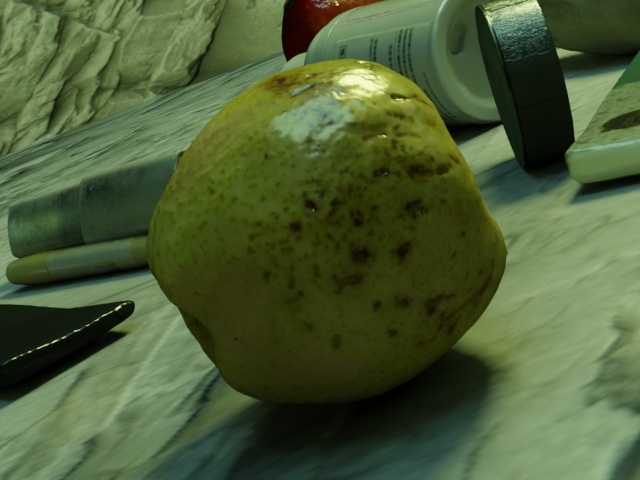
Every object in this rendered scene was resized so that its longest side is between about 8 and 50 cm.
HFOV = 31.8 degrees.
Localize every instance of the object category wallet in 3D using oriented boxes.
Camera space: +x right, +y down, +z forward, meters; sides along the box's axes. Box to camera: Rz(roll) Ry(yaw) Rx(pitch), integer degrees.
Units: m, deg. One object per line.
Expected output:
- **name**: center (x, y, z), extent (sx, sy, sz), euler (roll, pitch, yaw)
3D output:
- **wallet**: center (-0.256, 0.081, 0.882), extent (0.244, 0.025, 0.124), euler (-7, 18, 46)

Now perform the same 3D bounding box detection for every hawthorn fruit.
- **hawthorn fruit**: center (0.031, -0.282, 1.526), extent (0.185, 0.202, 0.185), euler (-27, 12, 6)

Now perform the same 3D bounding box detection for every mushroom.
- **mushroom**: center (0.322, -0.265, 1.206), extent (0.128, 0.128, 0.350), euler (-27, 22, -27)

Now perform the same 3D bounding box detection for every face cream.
- **face cream**: center (0.065, -0.191, 1.237), extent (0.145, 0.145, 0.369), euler (-27, 17, -29)

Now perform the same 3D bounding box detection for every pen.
- **pen**: center (-0.211, 0.019, 1.058), extent (0.233, 0.032, 0.040), euler (-8, -5, 34)

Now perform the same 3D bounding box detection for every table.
- **table**: center (0.161, -0.127, 0.889), extent (0.043, 0.133, 0.133), euler (-16, 14, 5)

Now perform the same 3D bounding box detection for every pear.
- **pear**: center (0.000, 0.000, 0.561), extent (0.178, 0.178, 0.178), euler (-18, 14, 5)

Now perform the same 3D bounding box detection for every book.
- **book**: center (0.354, -0.135, 0.871), extent (0.264, 0.031, 0.379), euler (-11, 16, 27)

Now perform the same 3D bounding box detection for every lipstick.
- **lipstick**: center (-0.203, -0.028, 1.096), extent (0.253, 0.077, 0.079), euler (-9, -9, 36)
